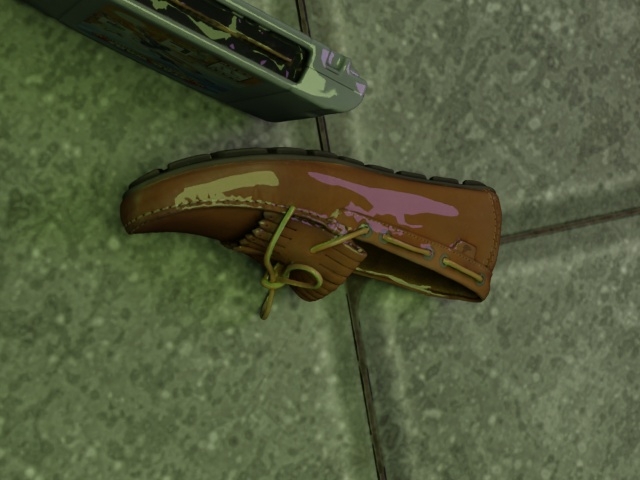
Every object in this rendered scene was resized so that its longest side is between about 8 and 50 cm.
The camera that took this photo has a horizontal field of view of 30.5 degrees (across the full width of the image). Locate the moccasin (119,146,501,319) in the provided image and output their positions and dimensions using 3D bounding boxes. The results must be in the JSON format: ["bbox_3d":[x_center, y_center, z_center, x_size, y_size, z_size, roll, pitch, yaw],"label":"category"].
[{"bbox_3d":[-0.002,0.000,1.101,0.380,0.139,0.146,9,77,-32],"label":"moccasin"}]

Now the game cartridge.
[{"bbox_3d":[-0.124,-0.182,1.007,0.297,0.198,0.062,25,80,-20],"label":"game cartridge"}]
